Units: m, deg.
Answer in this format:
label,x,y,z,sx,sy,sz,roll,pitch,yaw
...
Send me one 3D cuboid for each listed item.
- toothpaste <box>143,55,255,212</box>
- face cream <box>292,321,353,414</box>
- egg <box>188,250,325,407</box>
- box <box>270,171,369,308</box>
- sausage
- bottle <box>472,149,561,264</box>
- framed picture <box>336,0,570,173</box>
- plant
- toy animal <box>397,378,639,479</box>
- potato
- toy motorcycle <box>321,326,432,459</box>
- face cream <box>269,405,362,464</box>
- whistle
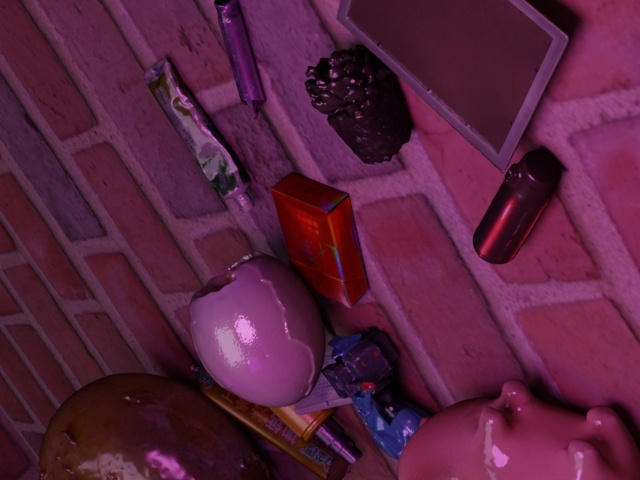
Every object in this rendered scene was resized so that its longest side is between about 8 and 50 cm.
label,x,y,z,sx,sy,sz,roll,pitch,yaw
toothpaste,-0.169,-0.147,1.794,0.248,0.047,0.078,56,145,-6
face cream,-0.025,0.171,1.923,0.114,0.070,0.224,-15,119,17
egg,-0.080,0.135,1.759,0.217,0.183,0.183,55,150,-10
box,-0.001,0.001,1.727,0.112,0.048,0.175,22,140,38
sausage,-0.097,0.298,2.170,0.371,0.082,0.082,28,144,34
bottle,0.216,-0.038,1.387,0.060,0.060,0.164,42,149,14
framed picture,0.130,-0.224,1.303,0.274,0.017,0.217,46,149,17
plant,0.046,-0.160,1.446,0.143,0.092,0.094,54,156,-21
toy animal,0.255,0.298,1.585,0.326,0.237,0.269,20,128,37
potato,-0.292,0.434,2.260,0.442,0.385,0.319,34,149,-7
toy motorcycle,0.109,0.251,1.797,0.272,0.123,0.182,55,160,-11
face cream,-0.039,0.263,2.044,0.273,0.078,0.078,43,150,12
whistle,-0.102,-0.236,1.611,0.033,0.033,0.177,22,140,39
